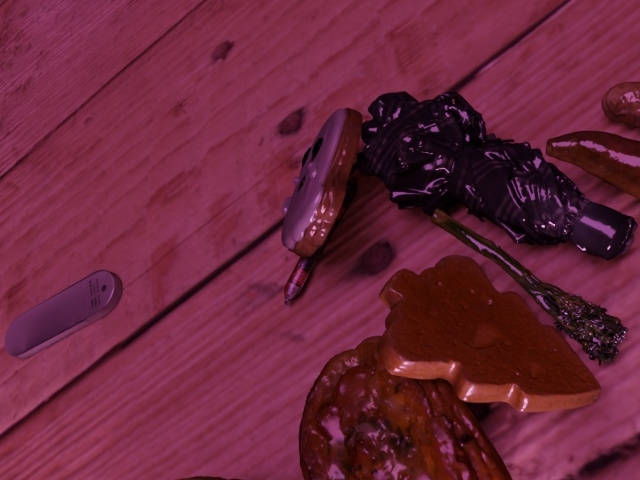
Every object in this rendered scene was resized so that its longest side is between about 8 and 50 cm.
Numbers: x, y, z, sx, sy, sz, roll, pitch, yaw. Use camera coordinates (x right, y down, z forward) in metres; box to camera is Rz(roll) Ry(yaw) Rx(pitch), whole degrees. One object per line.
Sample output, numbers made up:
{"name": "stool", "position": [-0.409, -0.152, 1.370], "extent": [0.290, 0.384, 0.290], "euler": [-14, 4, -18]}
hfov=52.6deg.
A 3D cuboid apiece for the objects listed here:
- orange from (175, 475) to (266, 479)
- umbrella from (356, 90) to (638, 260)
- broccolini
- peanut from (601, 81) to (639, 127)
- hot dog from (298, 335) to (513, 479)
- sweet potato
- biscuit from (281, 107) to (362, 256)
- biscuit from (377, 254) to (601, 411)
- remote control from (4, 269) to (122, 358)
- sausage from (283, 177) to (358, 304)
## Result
{"name": "orange", "position": [-0.118, 0.400, 0.627], "extent": [0.329, 0.249, 0.329], "euler": [-16, 54, 23]}
{"name": "umbrella", "position": [0.179, -0.064, 0.751], "extent": [0.154, 0.128, 0.336], "euler": [-46, 57, 1]}
{"name": "broccolini", "position": [0.215, 0.038, 0.686], "extent": [0.239, 0.054, 0.051], "euler": [41, 103, 18]}
{"name": "peanut", "position": [0.374, -0.151, 0.724], "extent": [0.113, 0.054, 0.054], "euler": [10, 73, 32]}
{"name": "hot dog", "position": [0.080, 0.220, 0.676], "extent": [0.196, 0.122, 0.272], "euler": [-39, 56, 16]}
{"name": "sweet potato", "position": [0.361, -0.072, 0.674], "extent": [0.243, 0.077, 0.077], "euler": [14, 75, 25]}
{"name": "biscuit", "position": [-0.005, -0.078, 0.837], "extent": [0.181, 0.049, 0.208], "euler": [138, 149, -65]}
{"name": "biscuit", "position": [0.170, 0.104, 0.671], "extent": [0.238, 0.212, 0.041], "euler": [30, 126, 16]}
{"name": "remote control", "position": [-0.428, 0.123, 1.069], "extent": [0.245, 0.022, 0.077], "euler": [-28, 60, 16]}
{"name": "sausage", "position": [0.000, 0.000, 0.880], "extent": [0.028, 0.025, 0.198], "euler": [25, 82, 20]}
